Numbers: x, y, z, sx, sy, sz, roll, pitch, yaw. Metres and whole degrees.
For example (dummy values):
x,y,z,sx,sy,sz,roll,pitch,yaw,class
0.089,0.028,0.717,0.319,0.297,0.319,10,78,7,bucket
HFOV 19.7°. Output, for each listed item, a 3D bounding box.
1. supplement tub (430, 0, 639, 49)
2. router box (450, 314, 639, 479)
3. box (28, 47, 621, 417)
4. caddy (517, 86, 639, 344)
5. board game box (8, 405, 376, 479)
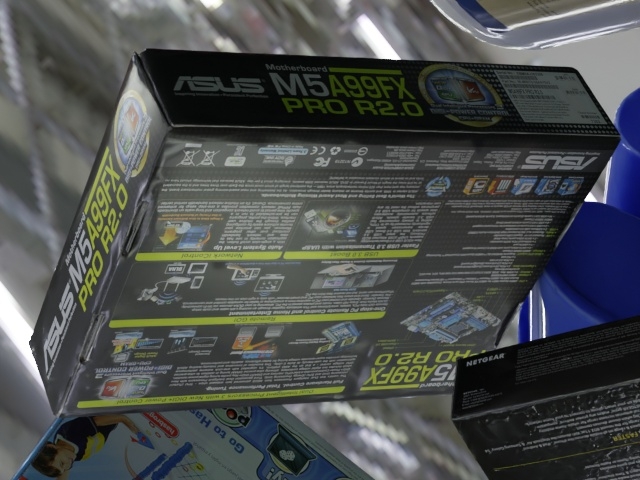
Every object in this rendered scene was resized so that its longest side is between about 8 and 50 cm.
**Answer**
x,y,z,sx,sy,sz,roll,pitch,yaw,class
0.216,-0.250,1.138,0.228,0.316,0.228,6,-99,-42,supplement tub
0.169,0.094,0.881,0.133,0.178,0.046,58,-151,-35,router box
0.000,0.000,1.000,0.270,0.216,0.060,-1,-133,-28,box
0.281,0.051,1.111,0.341,0.241,0.179,22,146,27,caddy
-0.088,0.246,1.293,0.308,0.086,0.302,39,-134,-5,board game box
